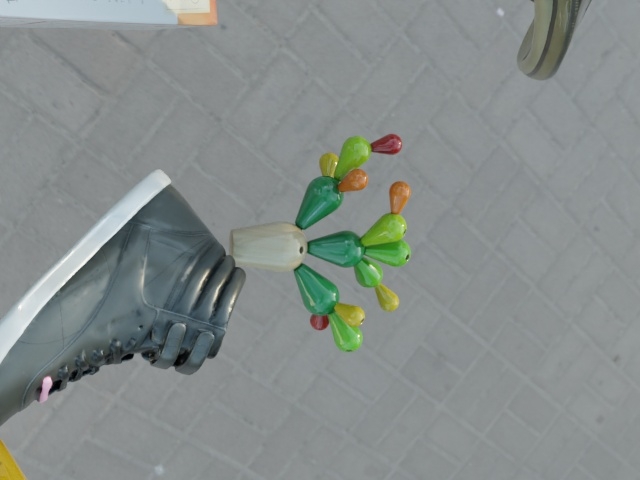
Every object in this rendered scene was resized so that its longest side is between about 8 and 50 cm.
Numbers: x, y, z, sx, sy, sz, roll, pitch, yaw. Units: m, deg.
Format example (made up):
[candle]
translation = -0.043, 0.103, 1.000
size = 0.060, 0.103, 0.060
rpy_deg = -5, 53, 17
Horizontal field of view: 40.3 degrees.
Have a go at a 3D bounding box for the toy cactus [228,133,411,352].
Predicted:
[toy cactus]
translation = 0.000, 0.000, 0.864
size = 0.181, 0.112, 0.219
rpy_deg = 1, 111, -14

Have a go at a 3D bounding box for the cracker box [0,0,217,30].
[cracker box]
translation = -0.154, -0.199, 0.487
size = 0.232, 0.067, 0.155
rpy_deg = -21, 112, -60

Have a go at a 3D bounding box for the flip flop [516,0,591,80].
[flip flop]
translation = 0.118, -0.177, 0.481
size = 0.112, 0.080, 0.277
rpy_deg = -65, 160, -1

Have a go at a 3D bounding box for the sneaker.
[sneaker]
translation = -0.168, 0.083, 0.710
size = 0.147, 0.104, 0.295
rpy_deg = 40, 58, -5

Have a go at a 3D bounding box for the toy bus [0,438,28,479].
[toy bus]
translation = -0.205, 0.146, 0.456
size = 0.191, 0.202, 0.104
rpy_deg = -26, 144, 34
